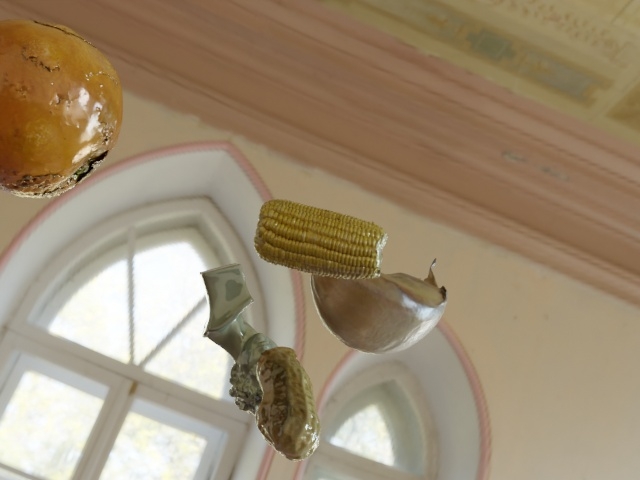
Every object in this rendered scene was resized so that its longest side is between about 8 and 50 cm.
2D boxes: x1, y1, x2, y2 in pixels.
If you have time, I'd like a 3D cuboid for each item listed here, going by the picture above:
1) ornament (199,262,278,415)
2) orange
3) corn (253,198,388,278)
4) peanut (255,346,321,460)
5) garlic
[{"bbox_3d":[-0.137,0.173,1.551,0.285,0.120,0.130,62,-8,10],"label":"ornament"},{"bbox_3d":[-0.392,-0.182,1.212,0.246,0.246,0.246,15,-29,9],"label":"orange"},{"bbox_3d":[0.000,0.000,1.120,0.165,0.085,0.063,10,-18,10],"label":"corn"},{"bbox_3d":[-0.052,0.241,1.332,0.093,0.194,0.083,-38,-46,19],"label":"peanut"},{"bbox_3d":[0.140,0.097,1.609,0.338,0.196,0.151,4,-34,-39],"label":"garlic"}]
